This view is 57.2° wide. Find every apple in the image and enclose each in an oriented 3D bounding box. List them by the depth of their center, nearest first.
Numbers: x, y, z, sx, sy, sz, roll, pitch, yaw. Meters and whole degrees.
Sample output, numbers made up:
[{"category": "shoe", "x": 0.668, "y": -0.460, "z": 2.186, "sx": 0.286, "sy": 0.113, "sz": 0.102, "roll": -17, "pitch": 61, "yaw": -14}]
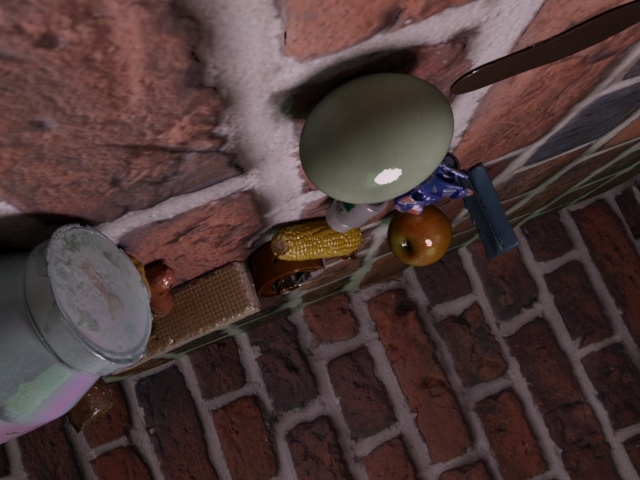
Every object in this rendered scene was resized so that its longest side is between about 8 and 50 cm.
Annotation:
[{"category": "apple", "x": 0.267, "y": -0.019, "z": 1.573, "sx": 0.155, "sy": 0.182, "sz": 0.182, "roll": -36, "pitch": 179, "yaw": -36}]

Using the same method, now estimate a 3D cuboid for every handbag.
[{"category": "handbag", "x": 0.400, "y": -0.067, "z": 1.442, "sx": 0.057, "sy": 0.221, "sz": 0.144, "roll": -22, "pitch": 168, "yaw": -4}]

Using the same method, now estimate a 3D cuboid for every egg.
[{"category": "egg", "x": 0.067, "y": -0.123, "z": 0.705, "sx": 0.192, "sy": 0.149, "sz": 0.149, "roll": -25, "pitch": 169, "yaw": -2}]

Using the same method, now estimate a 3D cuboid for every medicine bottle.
[{"category": "medicine bottle", "x": -0.400, "y": 0.125, "z": 0.784, "sx": 0.289, "sy": 0.245, "sz": 0.245, "roll": -27, "pitch": 168, "yaw": 14}, {"category": "medicine bottle", "x": 0.068, "y": -0.069, "z": 1.159, "sx": 0.080, "sy": 0.080, "sz": 0.130, "roll": -14, "pitch": 168, "yaw": -34}]

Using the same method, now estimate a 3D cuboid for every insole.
[{"category": "insole", "x": 0.343, "y": -0.280, "z": 0.858, "sx": 0.327, "sy": 0.007, "sz": 0.111, "roll": -22, "pitch": 168, "yaw": 1}]

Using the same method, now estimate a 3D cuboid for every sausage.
[{"category": "sausage", "x": -0.348, "y": 0.112, "z": 1.256, "sx": 0.078, "sy": 0.078, "sz": 0.304, "roll": -18, "pitch": 168, "yaw": -18}]

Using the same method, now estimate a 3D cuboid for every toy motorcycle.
[{"category": "toy motorcycle", "x": 0.195, "y": -0.109, "z": 1.119, "sx": 0.205, "sy": 0.114, "sz": 0.076, "roll": -15, "pitch": 167, "yaw": -27}]

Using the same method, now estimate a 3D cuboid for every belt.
[{"category": "belt", "x": -0.082, "y": 0.063, "z": 1.457, "sx": 0.184, "sy": 0.105, "sz": 0.261, "roll": -17, "pitch": 165, "yaw": -11}]

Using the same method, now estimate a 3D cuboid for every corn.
[{"category": "corn", "x": -0.004, "y": -0.002, "z": 1.318, "sx": 0.091, "sy": 0.091, "sz": 0.260, "roll": 21, "pitch": -162, "yaw": 35}]

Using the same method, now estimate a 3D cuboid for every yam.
[{"category": "yam", "x": -0.657, "y": 0.386, "z": 1.587, "sx": 0.128, "sy": 0.238, "sz": 0.129, "roll": -31, "pitch": 174, "yaw": 13}]

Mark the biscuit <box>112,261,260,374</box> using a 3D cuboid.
[{"category": "biscuit", "x": -0.361, "y": 0.192, "z": 1.458, "sx": 0.425, "sy": 0.144, "sz": 0.078, "roll": -26, "pitch": 170, "yaw": 10}]

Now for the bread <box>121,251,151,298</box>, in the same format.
[{"category": "bread", "x": -0.389, "y": 0.094, "z": 0.992, "sx": 0.236, "sy": 0.106, "sz": 0.140, "roll": -30, "pitch": 165, "yaw": 34}]

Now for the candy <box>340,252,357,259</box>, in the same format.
[{"category": "candy", "x": 0.088, "y": 0.017, "z": 1.752, "sx": 0.055, "sy": 0.049, "sz": 0.185, "roll": -27, "pitch": 162, "yaw": -10}]
